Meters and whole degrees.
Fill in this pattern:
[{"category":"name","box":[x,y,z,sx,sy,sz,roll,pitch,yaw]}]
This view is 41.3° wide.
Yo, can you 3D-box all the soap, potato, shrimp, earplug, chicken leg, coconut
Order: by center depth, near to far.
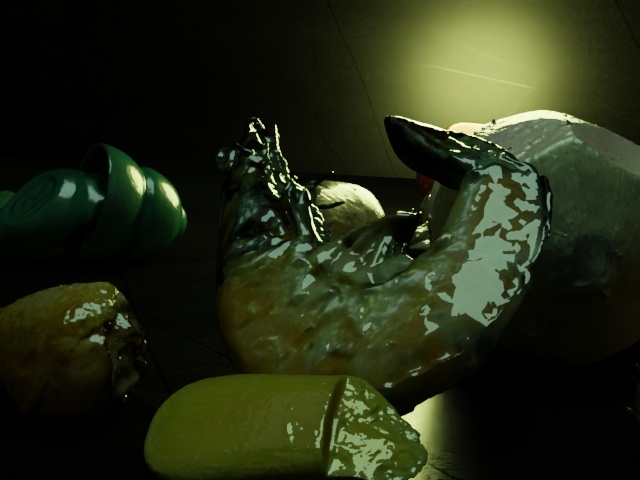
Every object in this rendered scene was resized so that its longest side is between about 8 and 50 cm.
[{"category":"soap","box":[-0.022,0.109,0.503,0.169,0.033,0.089,-5,35,10]},{"category":"chicken leg","box":[-0.223,0.072,0.634,0.252,0.087,0.107,3,15,40]},{"category":"shrimp","box":[0.019,-0.028,0.704,0.272,0.085,0.445,-33,34,1]},{"category":"coconut","box":[0.204,-0.004,0.757,0.227,0.227,0.230,3,13,5]},{"category":"potato","box":[0.036,-0.010,1.082,0.138,0.098,0.243,16,21,-11]},{"category":"earplug","box":[-0.329,-0.030,1.164,0.280,0.163,0.257,11,-32,-24]}]

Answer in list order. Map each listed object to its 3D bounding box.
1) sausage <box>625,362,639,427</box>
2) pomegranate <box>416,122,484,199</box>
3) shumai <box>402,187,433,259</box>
[{"category":"sausage","box":[0.331,0.104,0.597,0.264,0.083,0.083,-1,9,-34]},{"category":"pomegranate","box":[0.298,-0.134,1.724,0.221,0.220,0.257,0,2,-18]},{"category":"shumai","box":[0.234,0.016,1.030,0.346,0.217,0.283,-3,34,41]}]
